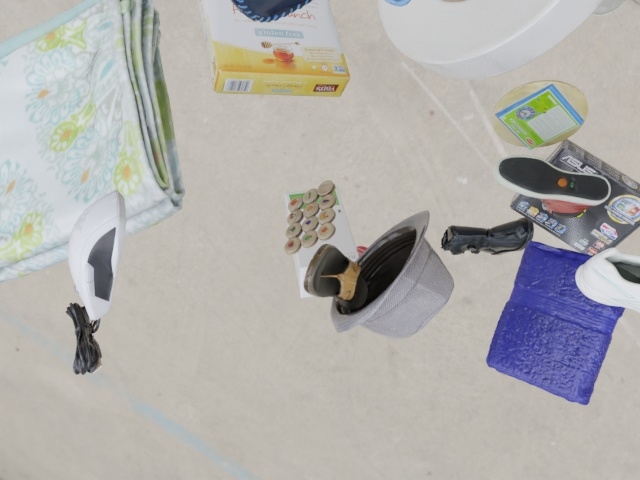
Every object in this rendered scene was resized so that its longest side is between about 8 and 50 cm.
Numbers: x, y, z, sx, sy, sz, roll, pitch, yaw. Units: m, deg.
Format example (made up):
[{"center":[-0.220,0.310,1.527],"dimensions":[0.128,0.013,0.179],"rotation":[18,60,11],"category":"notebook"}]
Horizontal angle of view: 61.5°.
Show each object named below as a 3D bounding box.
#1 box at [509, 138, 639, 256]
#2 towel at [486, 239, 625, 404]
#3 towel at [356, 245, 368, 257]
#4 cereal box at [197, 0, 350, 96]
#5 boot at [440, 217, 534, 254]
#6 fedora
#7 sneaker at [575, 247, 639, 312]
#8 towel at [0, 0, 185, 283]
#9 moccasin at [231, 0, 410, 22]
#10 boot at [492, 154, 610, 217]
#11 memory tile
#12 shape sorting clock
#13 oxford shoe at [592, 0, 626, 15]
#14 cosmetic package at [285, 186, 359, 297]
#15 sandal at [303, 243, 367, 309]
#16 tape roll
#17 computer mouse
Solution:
[{"center":[0.655,-0.096,1.349],"dimensions":[0.270,0.060,0.216],"rotation":[33,134,3],"category":"box"},{"center":[0.512,0.170,1.158],"dimensions":[0.228,0.308,0.076],"rotation":[19,175,38],"category":"towel"},{"center":[0.158,0.085,1.962],"dimensions":[0.199,0.275,0.031],"rotation":[20,113,26],"category":"towel"},{"center":[-0.070,-0.300,0.709],"dimensions":[0.047,0.173,0.240],"rotation":[127,133,-60],"category":"cereal box"},{"center":[0.507,-0.010,1.664],"dimensions":[0.207,0.094,0.246],"rotation":[3,165,-12],"category":"boot"},{"center":[0.137,0.082,0.938],"dimensions":[0.124,0.243,0.275],"rotation":[38,140,-11],"category":"fedora"},{"center":[0.329,0.052,0.512],"dimensions":[0.152,0.053,0.061],"rotation":[20,158,17],"category":"sneaker"},{"center":[-0.361,-0.132,0.714],"dimensions":[0.375,0.090,0.320],"rotation":[-19,71,18],"category":"towel"},{"center":[0.068,-0.271,0.384],"dimensions":[0.342,0.138,0.116],"rotation":[-34,73,20],"category":"moccasin"},{"center":[0.502,-0.113,1.234],"dimensions":[0.244,0.088,0.176],"rotation":[16,169,6],"category":"boot"},{"center":[-0.019,-0.045,1.019],"dimensions":[0.113,0.148,0.012],"rotation":[-22,134,25],"category":"memory tile"},{"center":[0.503,-0.289,1.240],"dimensions":[0.206,0.040,0.206],"rotation":[5,145,3],"category":"shape sorting clock"},{"center":[0.707,-0.682,1.167],"dimensions":[0.169,0.130,0.449],"rotation":[21,148,0],"category":"oxford shoe"},{"center":[0.000,0.000,1.790],"dimensions":[0.197,0.365,0.155],"rotation":[-8,134,-8],"category":"cosmetic package"},{"center":[0.041,0.070,0.888],"dimensions":[0.060,0.089,0.219],"rotation":[11,162,31],"category":"sandal"},{"center":[0.249,-0.426,0.768],"dimensions":[0.072,0.391,0.392],"rotation":[15,143,-41],"category":"tape roll"},{"center":[-0.224,0.036,0.520],"dimensions":[0.042,0.106,0.192],"rotation":[5,122,-28],"category":"computer mouse"}]
